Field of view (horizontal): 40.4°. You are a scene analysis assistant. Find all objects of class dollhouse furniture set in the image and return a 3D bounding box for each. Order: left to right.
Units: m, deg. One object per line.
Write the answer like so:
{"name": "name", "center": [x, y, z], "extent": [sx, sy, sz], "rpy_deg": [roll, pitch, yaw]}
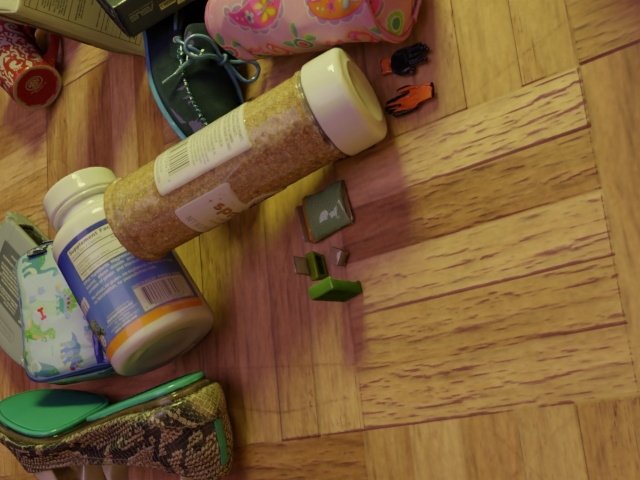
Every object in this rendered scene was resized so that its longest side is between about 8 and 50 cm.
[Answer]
{"name": "dollhouse furniture set", "center": [0.000, 0.000, 1.055], "extent": [0.076, 0.059, 0.151], "rpy_deg": [-29, 64, 35]}

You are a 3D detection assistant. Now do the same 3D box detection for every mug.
{"name": "mug", "center": [-0.540, -0.333, 1.573], "extent": [0.169, 0.113, 0.150], "rpy_deg": [46, 115, 34]}

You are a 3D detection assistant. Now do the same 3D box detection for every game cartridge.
{"name": "game cartridge", "center": [-0.505, 0.098, 1.505], "extent": [0.297, 0.062, 0.198], "rpy_deg": [35, 111, 40]}

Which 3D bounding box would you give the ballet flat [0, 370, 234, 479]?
{"name": "ballet flat", "center": [-0.306, 0.297, 1.236], "extent": [0.483, 0.164, 0.181], "rpy_deg": [-13, 95, 39]}

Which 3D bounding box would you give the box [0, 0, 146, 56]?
{"name": "box", "center": [-0.380, -0.391, 1.350], "extent": [0.127, 0.232, 0.148], "rpy_deg": [17, 94, 43]}

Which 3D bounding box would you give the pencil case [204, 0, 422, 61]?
{"name": "pencil case", "center": [-0.013, -0.290, 1.075], "extent": [0.284, 0.124, 0.124], "rpy_deg": [3, 85, 43]}

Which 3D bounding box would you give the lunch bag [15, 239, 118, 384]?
{"name": "lunch bag", "center": [-0.363, 0.102, 1.320], "extent": [0.176, 0.090, 0.218], "rpy_deg": [-11, 74, 11]}

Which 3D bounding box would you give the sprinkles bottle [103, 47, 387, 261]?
{"name": "sprinkles bottle", "center": [-0.097, -0.098, 1.065], "extent": [0.356, 0.121, 0.121], "rpy_deg": [-27, 65, 21]}

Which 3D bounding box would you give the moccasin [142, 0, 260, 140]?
{"name": "moccasin", "center": [-0.173, -0.261, 1.208], "extent": [0.117, 0.138, 0.342], "rpy_deg": [-39, 60, 26]}

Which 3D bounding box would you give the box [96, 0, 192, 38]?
{"name": "box", "center": [-0.215, -0.400, 1.230], "extent": [0.233, 0.059, 0.183], "rpy_deg": [-35, 47, -8]}

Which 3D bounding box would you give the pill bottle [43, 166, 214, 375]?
{"name": "pill bottle", "center": [-0.275, 0.037, 1.203], "extent": [0.152, 0.152, 0.272], "rpy_deg": [-45, 69, 28]}

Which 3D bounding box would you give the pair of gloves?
{"name": "pair of gloves", "center": [0.102, -0.190, 1.027], "extent": [0.074, 0.010, 0.083], "rpy_deg": [-17, 70, 42]}

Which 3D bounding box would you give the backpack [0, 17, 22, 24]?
{"name": "backpack", "center": [-0.508, -0.500, 1.495], "extent": [0.191, 0.225, 0.253], "rpy_deg": [48, 119, 42]}
